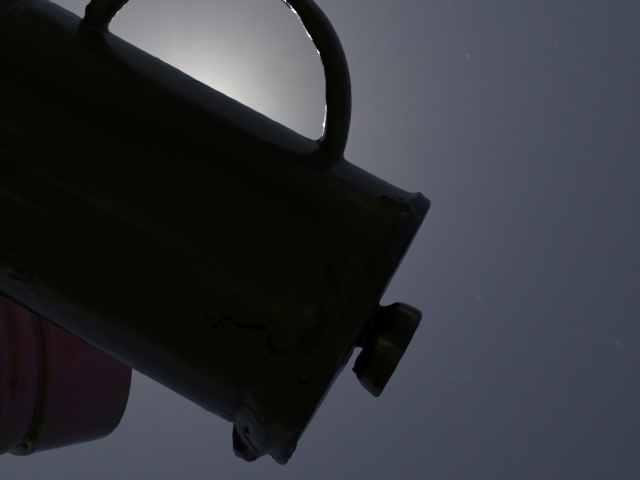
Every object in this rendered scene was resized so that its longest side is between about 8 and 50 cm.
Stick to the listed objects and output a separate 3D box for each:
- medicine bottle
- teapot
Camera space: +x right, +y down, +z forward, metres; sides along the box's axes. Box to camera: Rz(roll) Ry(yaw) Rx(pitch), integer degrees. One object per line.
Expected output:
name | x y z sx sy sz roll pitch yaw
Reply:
medicine bottle | -0.342 0.090 1.199 0.212 0.325 0.212 16 -71 56
teapot | -0.084 -0.037 0.879 0.337 0.200 0.270 29 -80 2
